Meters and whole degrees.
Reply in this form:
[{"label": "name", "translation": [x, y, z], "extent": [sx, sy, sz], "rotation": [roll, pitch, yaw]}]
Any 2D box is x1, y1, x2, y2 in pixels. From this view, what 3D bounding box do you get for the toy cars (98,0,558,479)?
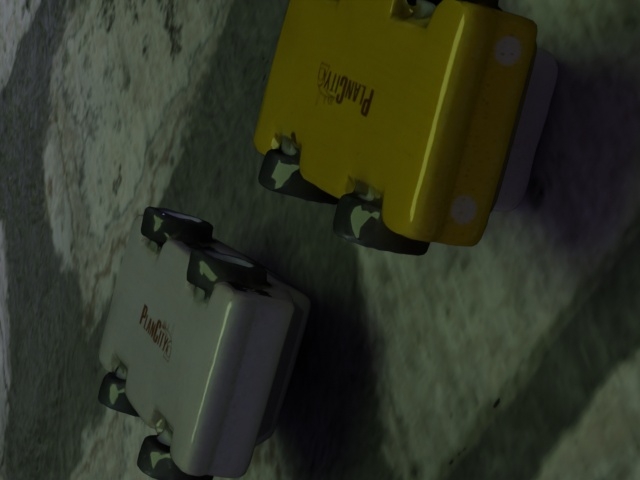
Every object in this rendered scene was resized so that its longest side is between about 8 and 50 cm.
[{"label": "toy cars", "translation": [0.000, 0.000, 0.739], "extent": [0.394, 0.087, 0.176], "rotation": [131, 146, -52]}]
